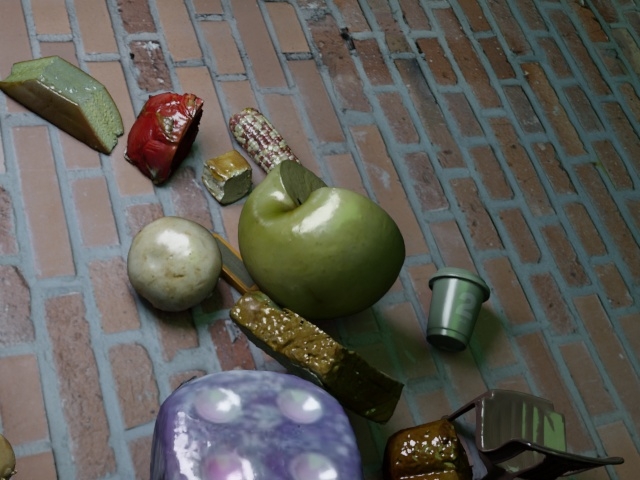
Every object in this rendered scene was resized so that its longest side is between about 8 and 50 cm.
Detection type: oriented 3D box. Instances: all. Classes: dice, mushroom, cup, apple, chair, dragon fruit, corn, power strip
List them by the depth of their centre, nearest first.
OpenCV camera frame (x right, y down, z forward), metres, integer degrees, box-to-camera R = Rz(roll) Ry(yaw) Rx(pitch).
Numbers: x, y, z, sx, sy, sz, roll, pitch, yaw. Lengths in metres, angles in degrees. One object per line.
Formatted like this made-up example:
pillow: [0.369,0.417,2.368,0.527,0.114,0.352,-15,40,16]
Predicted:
dice: [-0.101,0.365,1.274,0.270,0.270,0.271,4,37,-16]
chair: [0.336,0.324,1.465,0.176,0.326,0.183,14,55,-13]
mushroom: [-0.253,0.042,1.562,0.166,0.127,0.166,0,72,1]
apple: [-0.011,0.016,1.576,0.233,0.258,0.295,-44,41,-8]
power strip: [-0.173,0.038,1.649,0.178,0.028,0.049,43,54,9]
dragon fruit: [-0.300,-0.209,1.691,0.121,0.161,0.127,30,42,-2]
cup: [0.249,0.132,1.698,0.120,0.120,0.141,23,66,-5]
corn: [-0.095,-0.166,1.787,0.079,0.079,0.237,-29,75,-32]

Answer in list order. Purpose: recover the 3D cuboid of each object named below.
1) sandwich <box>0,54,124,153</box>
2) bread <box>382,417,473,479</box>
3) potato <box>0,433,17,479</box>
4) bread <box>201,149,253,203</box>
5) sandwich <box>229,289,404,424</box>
sandwich: [-0.484,-0.273,1.702,0.258,0.096,0.094,31,48,-2]
bread: [0.173,0.400,1.410,0.135,0.246,0.232,-4,50,-4]
potato: [-0.555,0.325,1.271,0.235,0.128,0.161,-9,46,-20]
bread: [-0.179,-0.123,1.727,0.083,0.076,0.070,-27,59,-32]
sandwich: [-0.005,0.192,1.458,0.251,0.226,0.087,28,83,45]
